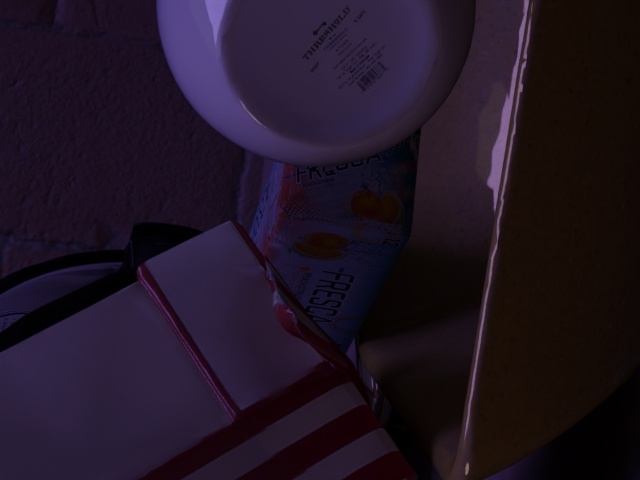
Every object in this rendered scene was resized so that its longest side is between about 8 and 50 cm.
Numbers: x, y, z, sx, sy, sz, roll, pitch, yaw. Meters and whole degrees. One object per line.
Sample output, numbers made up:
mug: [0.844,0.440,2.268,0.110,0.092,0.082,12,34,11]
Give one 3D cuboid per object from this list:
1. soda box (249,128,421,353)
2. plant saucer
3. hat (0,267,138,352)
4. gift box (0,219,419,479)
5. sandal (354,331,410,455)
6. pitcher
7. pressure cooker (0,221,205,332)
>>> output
soda box: [0.000,0.000,0.898,0.183,0.063,0.058,115,163,-68]
plant saucer: [0.094,-0.083,0.804,0.333,0.081,0.333,-134,53,-82]
hat: [-0.065,0.142,1.154,0.134,0.331,0.331,-37,40,49]
gift box: [-0.052,0.165,0.750,0.255,0.258,0.276,56,161,20]
sandal: [0.050,0.096,1.171,0.180,0.049,0.072,72,-169,-69]
pitcher: [0.011,-0.126,0.766,0.178,0.125,0.207,-50,17,12]
pressure cooker: [-0.150,0.210,1.425,0.370,0.375,0.420,51,150,24]
